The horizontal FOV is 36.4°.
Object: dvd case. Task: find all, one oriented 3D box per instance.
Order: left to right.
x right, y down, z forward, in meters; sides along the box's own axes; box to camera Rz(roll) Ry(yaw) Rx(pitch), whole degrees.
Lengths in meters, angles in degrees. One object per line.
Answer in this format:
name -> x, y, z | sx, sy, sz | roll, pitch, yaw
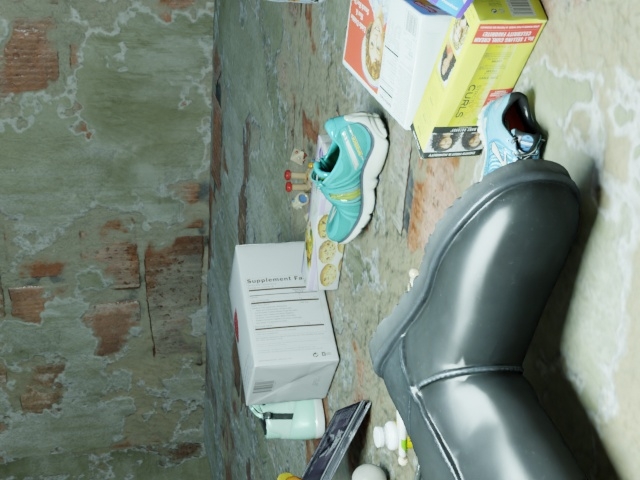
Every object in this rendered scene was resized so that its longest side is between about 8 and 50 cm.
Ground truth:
dvd case -> 0.023, 0.379, 1.801 | 0.164, 0.018, 0.221 | -60, 3, -20

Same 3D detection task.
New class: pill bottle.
pill bottle -> 0.122, 0.286, 1.437 | 0.043, 0.083, 0.043 | 177, 90, -76

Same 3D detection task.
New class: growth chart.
growth chart -> 0.122, 0.172, 1.367 | 0.172, 0.021, 0.237 | 85, -169, -51

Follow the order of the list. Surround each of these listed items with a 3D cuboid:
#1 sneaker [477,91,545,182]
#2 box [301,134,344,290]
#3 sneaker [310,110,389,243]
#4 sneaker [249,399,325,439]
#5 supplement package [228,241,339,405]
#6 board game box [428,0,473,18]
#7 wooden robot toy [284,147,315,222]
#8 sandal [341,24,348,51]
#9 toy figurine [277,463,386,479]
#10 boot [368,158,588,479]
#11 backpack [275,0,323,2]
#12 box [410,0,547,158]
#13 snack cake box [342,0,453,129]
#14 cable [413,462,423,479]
sneaker -> 0.211, -0.089, 1.063 | 0.073, 0.063, 0.162 | 131, 134, -65
box -> 0.015, -0.046, 1.832 | 0.063, 0.067, 0.324 | -112, 24, -50
sneaker -> 0.035, -0.108, 1.651 | 0.107, 0.110, 0.275 | -107, 19, -44
sneaker -> -0.082, 0.309, 2.109 | 0.094, 0.151, 0.255 | 105, 159, -54
supplement package -> -0.084, 0.171, 2.039 | 0.177, 0.175, 0.293 | 105, 158, -52
board game box -> 0.061, -0.392, 1.094 | 0.078, 0.233, 0.347 | -54, 19, 26
wooden robot toy -> -0.024, -0.118, 1.974 | 0.079, 0.076, 0.173 | 146, 120, -61
sandal -> 0.069, -0.303, 1.567 | 0.219, 0.060, 0.090 | -129, 38, -56
toy figurine -> 0.032, 0.473, 1.582 | 0.213, 0.210, 0.148 | -116, 33, -56
boot -> 0.213, 0.199, 0.935 | 0.367, 0.146, 0.445 | 115, 148, -44
backpack -> -0.059, -0.543, 1.668 | 0.263, 0.277, 0.213 | 126, 134, -58
box -> 0.178, -0.189, 1.130 | 0.232, 0.087, 0.058 | 109, 152, -53
snack cake box -> 0.117, -0.268, 1.316 | 0.264, 0.089, 0.152 | -120, 31, -56
cable -> 0.162, 0.236, 1.232 | 0.139, 0.072, 0.287 | 136, 142, -56
